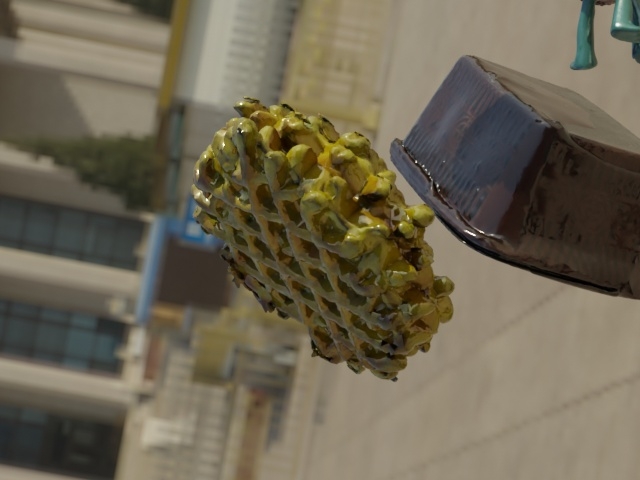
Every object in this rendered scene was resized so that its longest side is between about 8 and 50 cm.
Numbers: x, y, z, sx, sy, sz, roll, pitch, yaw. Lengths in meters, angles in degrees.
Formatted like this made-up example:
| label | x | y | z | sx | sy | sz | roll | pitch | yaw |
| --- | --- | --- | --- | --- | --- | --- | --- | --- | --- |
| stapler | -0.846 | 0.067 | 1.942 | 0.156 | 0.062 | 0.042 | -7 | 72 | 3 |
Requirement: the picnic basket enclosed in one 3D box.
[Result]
| label | x | y | z | sx | sy | sz | roll | pitch | yaw |
| --- | --- | --- | --- | --- | --- | --- | --- | --- | --- |
| picnic basket | 0.203 | -0.066 | 1.803 | 0.129 | 0.222 | 0.297 | -67 | 23 | 15 |

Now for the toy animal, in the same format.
| label | x | y | z | sx | sy | sz | roll | pitch | yaw |
| --- | --- | --- | --- | --- | --- | --- | --- | --- | --- |
| toy animal | 0.225 | -0.215 | 1.408 | 0.103 | 0.100 | 0.208 | 72 | -150 | -65 |

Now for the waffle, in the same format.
| label | x | y | z | sx | sy | sz | roll | pitch | yaw |
| --- | --- | --- | --- | --- | --- | --- | --- | --- | --- |
| waffle | 0.000 | 0.000 | 1.249 | 0.070 | 0.193 | 0.197 | -43 | -10 | -24 |
